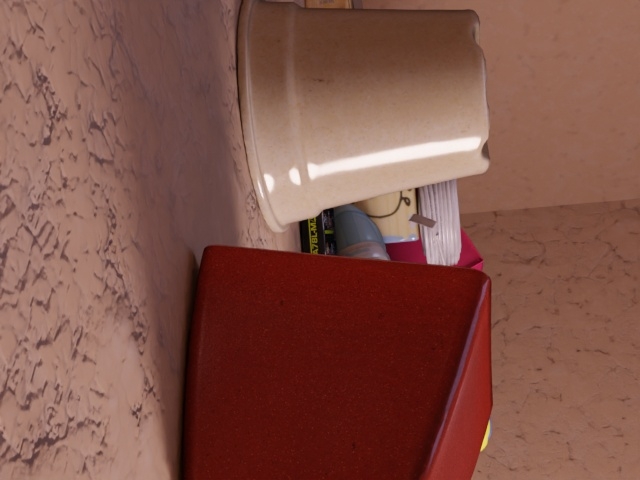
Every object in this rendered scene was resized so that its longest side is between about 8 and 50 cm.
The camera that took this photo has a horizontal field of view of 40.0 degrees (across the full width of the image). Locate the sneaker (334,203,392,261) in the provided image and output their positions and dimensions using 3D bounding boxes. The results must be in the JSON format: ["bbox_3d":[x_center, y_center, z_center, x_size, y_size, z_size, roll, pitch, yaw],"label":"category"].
[{"bbox_3d":[0.080,0.019,1.796,0.366,0.135,0.150,85,-9,-73],"label":"sneaker"}]

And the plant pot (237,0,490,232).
[{"bbox_3d":[0.072,-0.187,1.212,0.334,0.305,0.334,-4,90,-82],"label":"plant pot"}]

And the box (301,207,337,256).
[{"bbox_3d":[0.000,0.000,1.539,0.190,0.045,0.184,-11,99,-83],"label":"box"}]

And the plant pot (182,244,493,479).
[{"bbox_3d":[0.011,0.186,0.817,0.267,0.267,0.236,75,25,-52],"label":"plant pot"}]

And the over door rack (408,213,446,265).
[{"bbox_3d":[0.216,0.150,1.681,0.239,0.108,0.324,-53,129,-31],"label":"over door rack"}]

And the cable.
[{"bbox_3d":[0.264,-0.063,1.946,0.257,0.089,0.257,68,19,-66],"label":"cable"}]

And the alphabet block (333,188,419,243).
[{"bbox_3d":[0.119,-0.106,1.940,0.193,0.192,0.197,-69,152,-77],"label":"alphabet block"}]

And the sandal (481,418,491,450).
[{"bbox_3d":[0.170,0.214,1.457,0.317,0.126,0.138,55,7,13],"label":"sandal"}]

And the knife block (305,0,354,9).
[{"bbox_3d":[0.026,-0.489,1.864,0.242,0.088,0.276,33,52,-81],"label":"knife block"}]

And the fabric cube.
[{"bbox_3d":[0.234,0.055,2.187,0.259,0.254,0.258,61,-2,24],"label":"fabric cube"}]
